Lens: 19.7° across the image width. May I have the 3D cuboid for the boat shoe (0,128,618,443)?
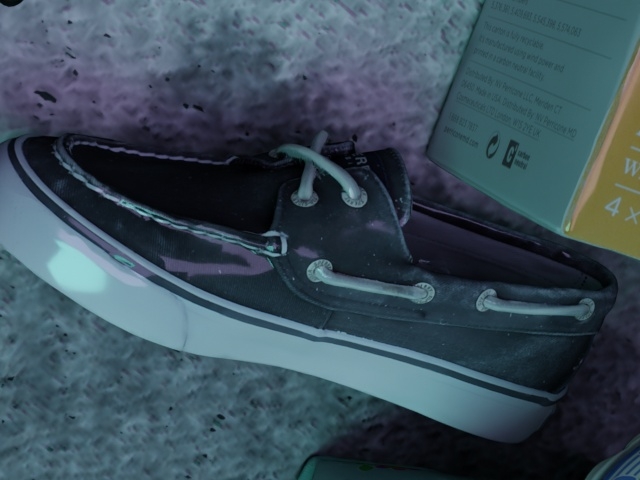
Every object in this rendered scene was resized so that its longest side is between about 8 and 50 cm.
[{"bbox_3d":[0.000,0.000,0.809,0.301,0.108,0.102,21,115,-23],"label":"boat shoe"}]

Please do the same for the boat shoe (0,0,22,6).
[{"bbox_3d":[-0.167,-0.268,0.702,0.158,0.127,0.340,-40,120,-10],"label":"boat shoe"}]

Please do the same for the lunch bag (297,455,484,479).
[{"bbox_3d":[0.133,0.194,0.848,0.262,0.223,0.160,10,92,-18],"label":"lunch bag"}]

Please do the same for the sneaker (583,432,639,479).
[{"bbox_3d":[0.203,0.100,0.678,0.330,0.147,0.130,-46,103,-13],"label":"sneaker"}]

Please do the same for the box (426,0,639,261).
[{"bbox_3d":[0.226,-0.147,0.817,0.215,0.168,0.345,18,98,-20],"label":"box"}]
